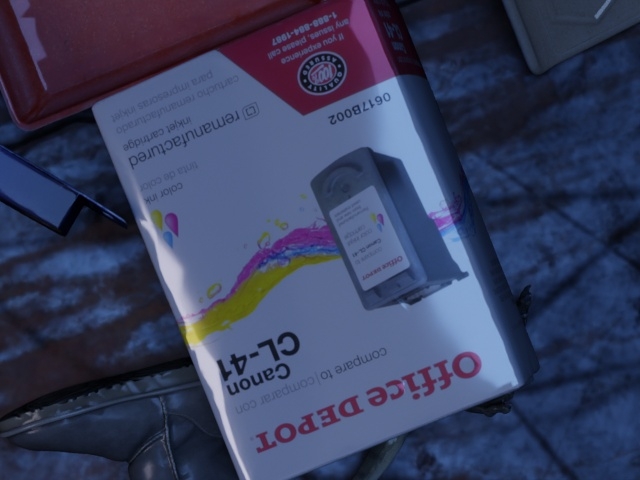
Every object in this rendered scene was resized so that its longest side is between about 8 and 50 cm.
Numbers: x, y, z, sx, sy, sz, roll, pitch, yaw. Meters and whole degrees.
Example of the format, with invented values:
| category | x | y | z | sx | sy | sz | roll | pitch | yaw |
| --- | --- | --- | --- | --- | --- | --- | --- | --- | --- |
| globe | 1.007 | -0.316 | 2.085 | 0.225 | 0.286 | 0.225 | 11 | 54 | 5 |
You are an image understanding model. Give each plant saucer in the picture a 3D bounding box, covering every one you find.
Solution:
| category | x | y | z | sx | sy | sz | roll | pitch | yaw |
| --- | --- | --- | --- | --- | --- | --- | --- | --- | --- |
| plant saucer | -0.152 | -0.245 | 1.434 | 0.258 | 0.048 | 0.259 | -21 | 91 | 9 |

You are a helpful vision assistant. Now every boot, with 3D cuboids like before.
| category | x | y | z | sx | sy | sz | roll | pitch | yaw |
| --- | --- | --- | --- | --- | --- | --- | --- | --- | --- |
| boot | -0.130 | 0.204 | 1.441 | 0.190 | 0.076 | 0.208 | -13 | 96 | -3 |

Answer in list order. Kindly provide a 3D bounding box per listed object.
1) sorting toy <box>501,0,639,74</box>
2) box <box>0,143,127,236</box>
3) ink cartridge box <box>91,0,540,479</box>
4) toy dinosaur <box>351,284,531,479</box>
| category | x | y | z | sx | sy | sz | roll | pitch | yaw |
| --- | --- | --- | --- | --- | --- | --- | --- | --- | --- |
| sorting toy | 0.215 | -0.254 | 1.466 | 0.208 | 0.038 | 0.193 | -29 | 117 | -8 |
| box | -0.245 | -0.057 | 1.398 | 0.225 | 0.136 | 0.036 | 30 | 85 | -3 |
| ink cartridge box | 0.000 | 0.000 | 1.389 | 0.226 | 0.131 | 0.306 | -23 | 85 | 11 |
| toy dinosaur | 0.095 | 0.078 | 1.464 | 0.118 | 0.064 | 0.268 | 10 | 89 | 5 |
